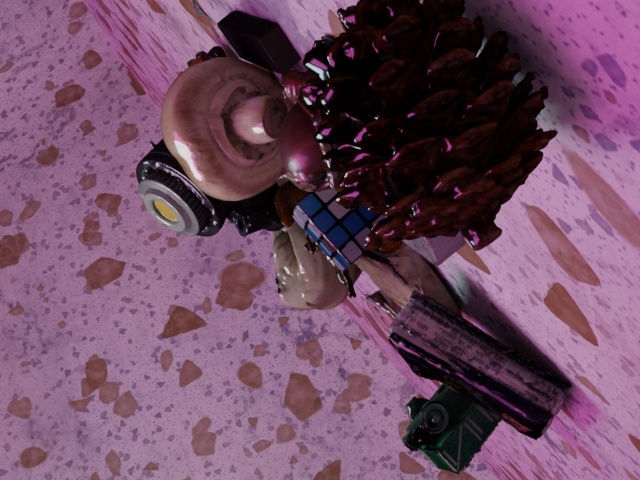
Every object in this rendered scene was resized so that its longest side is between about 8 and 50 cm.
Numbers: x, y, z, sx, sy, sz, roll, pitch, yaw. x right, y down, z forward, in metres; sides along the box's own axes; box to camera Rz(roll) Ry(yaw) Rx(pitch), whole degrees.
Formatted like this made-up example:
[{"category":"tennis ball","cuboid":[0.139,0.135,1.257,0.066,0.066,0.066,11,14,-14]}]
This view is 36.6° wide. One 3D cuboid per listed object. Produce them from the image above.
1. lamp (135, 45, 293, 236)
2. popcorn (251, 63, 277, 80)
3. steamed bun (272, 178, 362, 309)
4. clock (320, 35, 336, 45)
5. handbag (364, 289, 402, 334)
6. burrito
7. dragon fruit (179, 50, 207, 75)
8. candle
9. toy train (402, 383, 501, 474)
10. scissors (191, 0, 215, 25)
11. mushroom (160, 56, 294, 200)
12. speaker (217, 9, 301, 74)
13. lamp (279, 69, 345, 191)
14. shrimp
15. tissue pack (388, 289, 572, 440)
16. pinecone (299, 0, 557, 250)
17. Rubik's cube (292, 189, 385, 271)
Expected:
[{"category":"lamp","cuboid":[-0.233,-0.150,1.894,0.374,0.272,0.205,60,149,0]},{"category":"popcorn","cuboid":[-0.120,-0.310,1.898,0.082,0.057,0.083,52,174,6]},{"category":"steamed bun","cuboid":[0.000,0.000,2.090,0.275,0.206,0.320,65,-163,-72]},{"category":"clock","cuboid":[0.028,-0.266,1.405,0.074,0.010,0.083,54,172,-27]},{"category":"handbag","cuboid":[0.205,0.168,2.123,0.205,0.116,0.179,48,172,21]},{"category":"burrito","cuboid":[0.156,0.059,1.925,0.348,0.107,0.175,48,152,-14]},{"category":"dragon fruit","cuboid":[-0.216,-0.318,2.126,0.236,0.137,0.135,59,-177,-44]},{"category":"candle","cuboid":[0.151,-0.046,1.565,0.192,0.068,0.168,52,174,10]},{"category":"toy train","cuboid":[0.282,0.335,1.937,0.154,0.269,0.115,45,161,-6]},{"category":"scissors","cuboid":[-0.243,-0.471,2.015,0.083,0.006,0.036,46,170,30]},{"category":"mushroom","cuboid":[-0.142,-0.196,1.694,0.234,0.260,0.254,5,97,59]},{"category":"speaker","cuboid":[-0.111,-0.350,1.690,0.082,0.044,0.218,54,171,-28]},{"category":"lamp","cuboid":[0.012,-0.166,1.567,0.215,0.151,0.223,81,-168,-66]},{"category":"shrimp","cuboid":[-0.013,0.002,1.879,0.066,0.117,0.262,123,132,-66]},{"category":"tissue pack","cuboid":[0.280,0.237,1.764,0.332,0.123,0.245,32,167,16]},{"category":"pinecone","cuboid":[0.100,-0.117,0.925,0.224,0.224,0.273,115,133,-82]},{"category":"Rubik's cube","cuboid":[0.053,-0.051,1.780,0.151,0.154,0.155,49,173,1]}]
